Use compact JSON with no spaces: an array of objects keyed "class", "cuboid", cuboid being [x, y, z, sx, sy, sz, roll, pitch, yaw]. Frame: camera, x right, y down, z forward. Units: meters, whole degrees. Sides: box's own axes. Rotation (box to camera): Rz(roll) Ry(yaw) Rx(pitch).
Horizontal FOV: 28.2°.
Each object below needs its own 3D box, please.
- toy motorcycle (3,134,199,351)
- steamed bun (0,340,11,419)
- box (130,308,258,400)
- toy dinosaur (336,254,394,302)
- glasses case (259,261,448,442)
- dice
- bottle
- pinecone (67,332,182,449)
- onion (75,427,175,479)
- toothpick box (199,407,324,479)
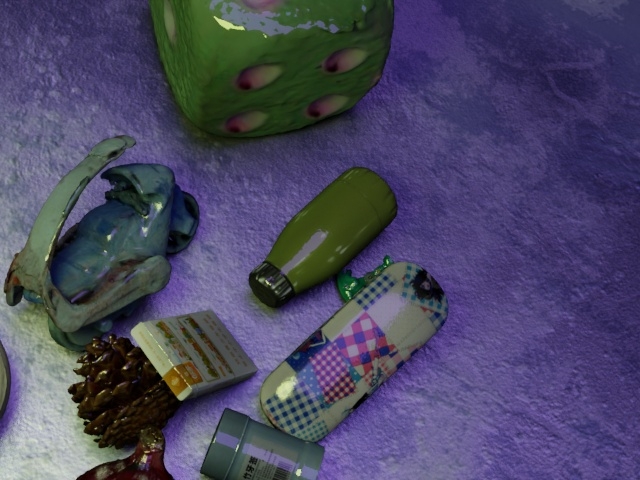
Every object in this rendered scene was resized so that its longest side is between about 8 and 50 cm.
[{"class":"toy motorcycle","cuboid":[-0.291,0.003,1.818,0.182,0.241,0.319,33,62,11]},{"class":"steamed bun","cuboid":[-0.542,0.192,1.718,0.232,0.145,0.232,4,83,-31]},{"class":"box","cuboid":[-0.174,0.159,1.801,0.032,0.220,0.122,-41,78,17]},{"class":"toy dinosaur","cuboid":[0.088,0.081,1.970,0.096,0.059,0.132,-35,72,-11]},{"class":"glasses case","cuboid":[0.051,0.164,1.886,0.327,0.076,0.125,-42,88,-14]},{"class":"dice","cuboid":[-0.080,-0.368,1.981,0.330,0.322,0.318,-13,70,-16]},{"class":"bottle","cuboid":[0.000,0.000,1.950,0.112,0.112,0.260,44,65,8]},{"class":"pinecone","cuboid":[-0.275,0.207,1.774,0.174,0.173,0.173,5,65,-10]},{"class":"onion","cuboid":[-0.254,0.349,1.685,0.173,0.135,0.198,16,104,1]},{"class":"toothpick box","cuboid":[-0.082,0.310,1.799,0.153,0.101,0.101,22,64,-2]}]
